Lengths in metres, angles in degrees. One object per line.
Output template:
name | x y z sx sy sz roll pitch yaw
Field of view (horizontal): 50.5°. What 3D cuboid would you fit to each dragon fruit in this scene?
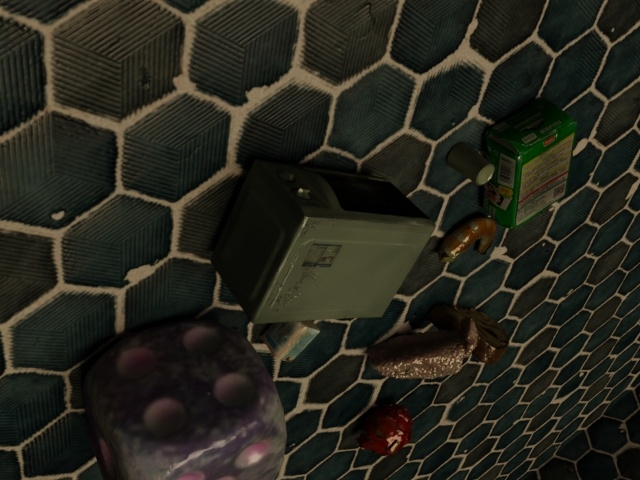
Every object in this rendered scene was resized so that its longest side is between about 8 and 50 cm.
dragon fruit | 0.176 0.516 1.823 0.166 0.133 0.136 -32 133 4

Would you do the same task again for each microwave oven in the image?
microwave oven | 0.000 0.000 1.136 0.295 0.181 0.237 3 126 -42

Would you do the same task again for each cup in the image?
cup | 0.302 -0.148 1.336 0.075 0.083 0.054 2 123 -44

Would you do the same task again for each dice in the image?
dice | -0.234 0.317 1.160 0.271 0.270 0.270 -16 136 -30

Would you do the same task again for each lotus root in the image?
lotus root | 0.395 0.241 1.734 0.261 0.170 0.074 13 120 -52

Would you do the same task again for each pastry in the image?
pastry | 0.252 0.274 1.624 0.265 0.102 0.112 -16 123 8

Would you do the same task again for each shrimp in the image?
shrimp | 0.338 0.013 1.561 0.161 0.049 0.166 -42 150 -3

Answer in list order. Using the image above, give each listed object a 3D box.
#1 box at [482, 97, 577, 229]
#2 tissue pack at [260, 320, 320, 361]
box | 0.434 -0.155 1.432 0.180 0.103 0.250 -31 142 -15
tissue pack | -0.062 0.185 1.346 0.094 0.074 0.059 -49 145 13
